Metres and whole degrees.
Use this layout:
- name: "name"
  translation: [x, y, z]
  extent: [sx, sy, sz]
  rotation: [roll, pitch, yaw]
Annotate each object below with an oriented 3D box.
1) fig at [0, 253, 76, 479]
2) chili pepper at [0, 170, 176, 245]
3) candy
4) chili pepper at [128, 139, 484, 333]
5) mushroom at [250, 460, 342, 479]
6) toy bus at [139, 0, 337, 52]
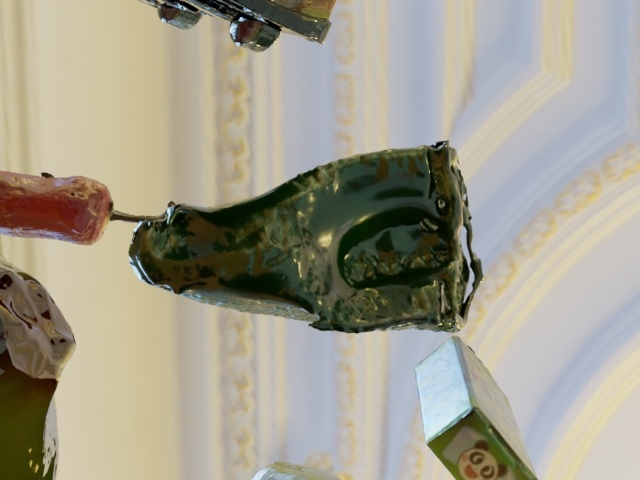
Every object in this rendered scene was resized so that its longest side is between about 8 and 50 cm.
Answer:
- name: "fig"
  translation: [-0.161, 0.059, 0.438]
  extent: [0.225, 0.203, 0.203]
  rotation: [-18, -94, 26]
- name: "chili pepper"
  translation: [-0.248, -0.033, 1.107]
  extent: [0.050, 0.268, 0.059]
  rotation: [151, -54, -71]
- name: "candy"
  translation: [0.143, 0.171, 1.315]
  extent: [0.062, 0.194, 0.097]
  rotation: [-37, -78, 9]
- name: "chili pepper"
  translation: [0.002, 0.000, 0.763]
  extent: [0.062, 0.216, 0.108]
  rotation: [165, -76, -65]
- name: "mushroom"
  translation: [0.070, 0.255, 0.992]
  extent: [0.333, 0.087, 0.107]
  rotation: [20, -57, 46]
- name: "toy bus"
  translation: [-0.064, -0.174, 0.750]
  extent: [0.201, 0.098, 0.114]
  rotation: [24, -88, 54]
